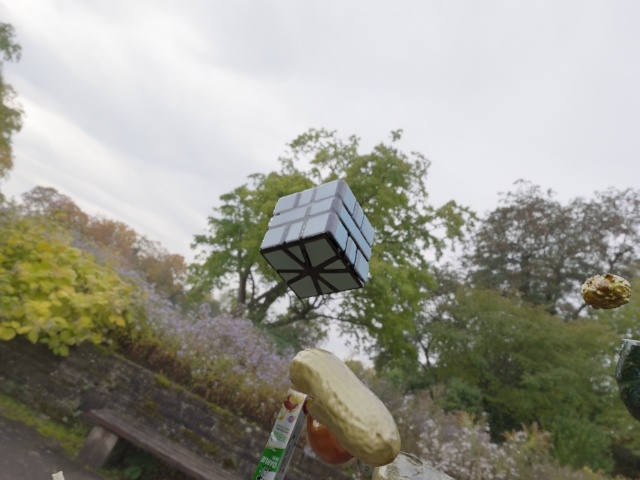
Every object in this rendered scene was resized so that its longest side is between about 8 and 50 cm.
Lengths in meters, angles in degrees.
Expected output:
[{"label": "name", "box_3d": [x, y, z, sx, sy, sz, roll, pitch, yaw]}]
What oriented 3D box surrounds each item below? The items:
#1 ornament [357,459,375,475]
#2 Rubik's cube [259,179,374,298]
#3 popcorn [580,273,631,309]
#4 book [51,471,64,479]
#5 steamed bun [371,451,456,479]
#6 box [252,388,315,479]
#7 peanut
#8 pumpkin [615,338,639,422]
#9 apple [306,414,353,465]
[{"label": "ornament", "box_3d": [0.157, 0.629, 1.293, 0.081, 0.156, 0.074, 13, 6, 29]}, {"label": "Rubik's cube", "box_3d": [0.000, 0.000, 1.506, 0.293, 0.284, 0.289, -14, -51, 26]}, {"label": "popcorn", "box_3d": [0.561, 0.098, 0.846, 0.082, 0.057, 0.083, 5, -45, 20]}, {"label": "book", "box_3d": [-0.439, 0.530, 0.757, 0.170, 0.018, 0.242, 50, -48, 26]}, {"label": "steamed bun", "box_3d": [0.199, 0.534, 0.934, 0.231, 0.111, 0.212, 6, 9, -40]}, {"label": "box", "box_3d": [-0.074, 0.391, 0.820, 0.049, 0.207, 0.041, 5, -30, 36]}, {"label": "peanut", "box_3d": [0.050, 0.362, 0.953, 0.318, 0.148, 0.147, 35, -10, 39]}, {"label": "pumpkin", "box_3d": [0.748, 0.312, 0.835, 0.263, 0.197, 0.292, 18, -11, -43]}, {"label": "apple", "box_3d": [0.043, 0.578, 1.337, 0.162, 0.201, 0.201, 44, -24, -20]}]
